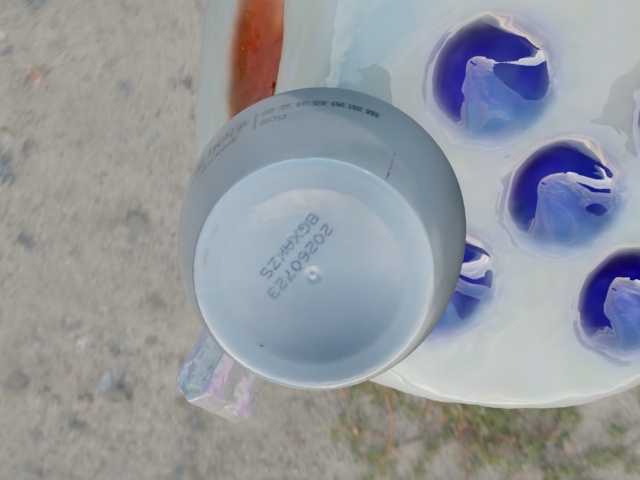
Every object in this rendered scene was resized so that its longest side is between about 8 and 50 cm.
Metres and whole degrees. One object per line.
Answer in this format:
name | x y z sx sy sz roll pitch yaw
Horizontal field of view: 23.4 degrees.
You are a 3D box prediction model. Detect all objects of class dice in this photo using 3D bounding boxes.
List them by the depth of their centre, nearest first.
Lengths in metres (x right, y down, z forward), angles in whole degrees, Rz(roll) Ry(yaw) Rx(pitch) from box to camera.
dice | 0.083 -0.083 0.805 0.251 0.259 0.243 7 115 -19

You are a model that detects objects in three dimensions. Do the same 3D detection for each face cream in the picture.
face cream | 0.000 0.000 0.615 0.117 0.104 0.117 1 106 4

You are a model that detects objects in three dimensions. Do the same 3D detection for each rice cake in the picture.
rice cake | -0.048 0.044 1.607 0.050 0.106 0.298 25 84 33
